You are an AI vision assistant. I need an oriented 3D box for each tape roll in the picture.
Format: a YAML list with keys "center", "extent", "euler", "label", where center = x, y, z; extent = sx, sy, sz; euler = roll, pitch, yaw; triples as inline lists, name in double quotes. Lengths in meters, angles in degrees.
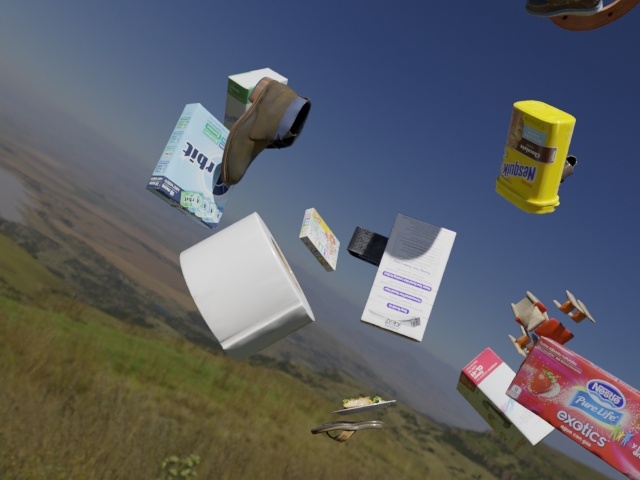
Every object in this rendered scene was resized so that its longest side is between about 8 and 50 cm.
- center: [-0.139, 0.089, 1.173]
  extent: [0.246, 0.169, 0.246]
  euler: [61, -2, 3]
  label: "tape roll"

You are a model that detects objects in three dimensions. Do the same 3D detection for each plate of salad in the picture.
- center: [0.130, 0.497, 1.831]
  extent: [0.200, 0.199, 0.048]
  euler: [50, 27, -71]
  label: "plate of salad"

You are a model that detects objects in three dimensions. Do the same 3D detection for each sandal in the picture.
- center: [0.080, 0.570, 1.791]
  extent: [0.219, 0.060, 0.090]
  euler: [-4, -12, 3]
  label: "sandal"

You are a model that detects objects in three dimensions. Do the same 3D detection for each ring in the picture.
- center: [0.765, -0.727, 1.635]
  extent: [0.336, 0.336, 0.032]
  euler: [39, 30, -44]
  label: "ring"

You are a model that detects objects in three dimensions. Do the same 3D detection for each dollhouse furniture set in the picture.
- center: [0.773, 0.297, 2.062]
  extent: [0.259, 0.262, 0.135]
  euler: [34, 24, -30]
  label: "dollhouse furniture set"

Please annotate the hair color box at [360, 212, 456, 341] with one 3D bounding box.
- center: [0.257, 0.111, 1.782]
  extent: [0.185, 0.339, 0.110]
  euler: [20, -11, 5]
  label: "hair color box"

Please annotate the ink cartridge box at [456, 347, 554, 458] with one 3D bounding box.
- center: [0.594, 0.525, 1.942]
  extent: [0.306, 0.131, 0.226]
  euler: [49, -15, 28]
  label: "ink cartridge box"

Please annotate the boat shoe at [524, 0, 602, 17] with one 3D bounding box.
- center: [0.588, -0.590, 1.463]
  extent: [0.183, 0.066, 0.066]
  euler: [12, -34, 33]
  label: "boat shoe"

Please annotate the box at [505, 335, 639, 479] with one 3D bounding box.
- center: [0.460, 0.280, 1.015]
  extent: [0.256, 0.123, 0.128]
  euler: [33, 5, 26]
  label: "box"

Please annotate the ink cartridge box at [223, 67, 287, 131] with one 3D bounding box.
- center: [-0.192, -0.373, 1.740]
  extent: [0.093, 0.154, 0.213]
  euler: [35, -47, 28]
  label: "ink cartridge box"

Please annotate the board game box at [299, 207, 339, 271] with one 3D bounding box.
- center: [0.000, 0.000, 1.656]
  extent: [0.026, 0.104, 0.154]
  euler: [-14, -46, 28]
  label: "board game box"

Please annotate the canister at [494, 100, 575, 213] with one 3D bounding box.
- center: [0.382, -0.151, 1.078]
  extent: [0.073, 0.170, 0.126]
  euler: [-9, 32, -19]
  label: "canister"

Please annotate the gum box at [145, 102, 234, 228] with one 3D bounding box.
- center: [-0.228, -0.139, 1.147]
  extent: [0.041, 0.185, 0.157]
  euler: [5, -23, 37]
  label: "gum box"

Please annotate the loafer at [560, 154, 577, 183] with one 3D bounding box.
- center: [0.703, -0.211, 1.787]
  extent: [0.078, 0.220, 0.080]
  euler: [-22, -77, 44]
  label: "loafer"

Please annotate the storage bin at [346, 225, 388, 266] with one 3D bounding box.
- center: [0.186, 0.033, 1.930]
  extent: [0.180, 0.084, 0.122]
  euler: [24, -7, 15]
  label: "storage bin"

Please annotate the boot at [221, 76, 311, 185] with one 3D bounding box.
- center: [-0.103, -0.191, 1.120]
  extent: [0.106, 0.219, 0.082]
  euler: [25, 2, 23]
  label: "boot"
